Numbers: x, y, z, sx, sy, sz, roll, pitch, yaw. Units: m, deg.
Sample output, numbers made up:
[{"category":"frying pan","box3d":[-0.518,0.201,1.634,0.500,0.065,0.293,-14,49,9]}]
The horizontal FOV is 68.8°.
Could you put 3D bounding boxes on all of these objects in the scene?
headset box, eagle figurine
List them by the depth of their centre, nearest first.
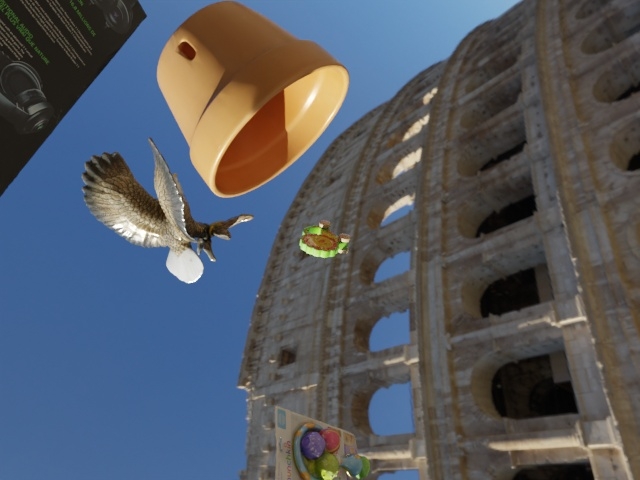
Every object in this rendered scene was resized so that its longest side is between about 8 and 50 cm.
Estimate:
[{"category":"headset box","box3d":[-0.322,-0.161,0.378,0.131,0.246,0.283,65,-141,-52]},{"category":"eagle figurine","box3d":[-0.336,-0.069,1.011,0.225,0.226,0.298,45,-175,34]}]

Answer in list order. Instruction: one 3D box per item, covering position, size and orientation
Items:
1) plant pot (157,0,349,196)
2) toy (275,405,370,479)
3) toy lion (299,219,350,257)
[{"category":"plant pot","box3d":[-0.125,-0.242,0.773,0.203,0.291,0.291,49,-139,8]},{"category":"toy","box3d":[0.015,0.399,0.874,0.237,0.056,0.137,38,-148,-37]},{"category":"toy lion","box3d":[0.000,0.000,0.865,0.096,0.034,0.100,-9,-148,-36]}]
